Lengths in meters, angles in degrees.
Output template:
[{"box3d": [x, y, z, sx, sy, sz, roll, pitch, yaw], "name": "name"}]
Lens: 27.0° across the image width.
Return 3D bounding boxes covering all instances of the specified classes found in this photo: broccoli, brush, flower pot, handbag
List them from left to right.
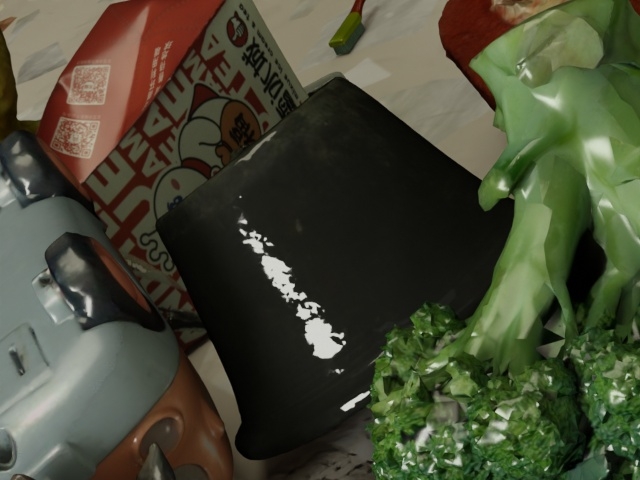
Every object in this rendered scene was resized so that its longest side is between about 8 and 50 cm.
[{"box3d": [-0.136, -0.047, 1.021, 0.151, 0.171, 0.298, -3, 45, 35], "name": "handbag"}, {"box3d": [0.000, 0.000, 0.790, 0.235, 0.148, 0.235, -39, 5, 4], "name": "flower pot"}, {"box3d": [0.033, -0.209, 1.263, 0.018, 0.021, 0.083, -7, 44, 40], "name": "brush"}, {"box3d": [0.137, 0.029, 0.575, 0.269, 0.270, 0.270, -19, 5, 2], "name": "broccoli"}]

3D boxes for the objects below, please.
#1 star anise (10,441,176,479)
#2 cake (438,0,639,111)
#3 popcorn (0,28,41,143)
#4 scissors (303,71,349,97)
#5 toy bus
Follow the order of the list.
[{"box3d": [-0.082, 0.210, 0.622, 0.197, 0.212, 0.073, -58, 5, -14], "name": "star anise"}, {"box3d": [0.193, -0.123, 0.867, 0.177, 0.151, 0.283, -39, 28, 14], "name": "cake"}, {"box3d": [-0.329, -0.034, 1.029, 0.326, 0.321, 0.290, -51, 23, 34], "name": "popcorn"}, {"box3d": [-0.064, -0.093, 1.181, 0.204, 0.027, 0.101, -28, 35, 12], "name": "scissors"}, {"box3d": [-0.166, 0.096, 0.788, 0.194, 0.232, 0.288, -38, 39, -3], "name": "toy bus"}]
